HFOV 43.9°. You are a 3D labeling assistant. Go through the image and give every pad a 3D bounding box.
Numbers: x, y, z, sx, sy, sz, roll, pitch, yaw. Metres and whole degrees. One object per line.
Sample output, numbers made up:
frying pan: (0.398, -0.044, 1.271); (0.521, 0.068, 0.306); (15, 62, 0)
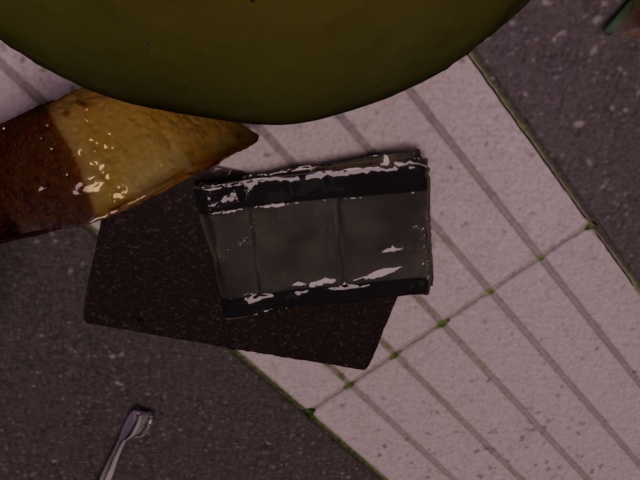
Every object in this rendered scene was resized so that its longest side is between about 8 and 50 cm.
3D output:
pad: (0.000, 0.000, 0.818); (0.233, 0.022, 0.174); (-9, 123, 0)
pad: (-0.070, 0.030, 0.843); (0.331, 0.004, 0.220); (12, 119, -14)

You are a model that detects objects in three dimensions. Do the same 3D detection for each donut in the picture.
donut: (-0.214, -0.070, 0.686); (0.295, 0.151, 0.112); (-23, 101, 6)

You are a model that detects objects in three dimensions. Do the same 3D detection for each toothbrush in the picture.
toothbrush: (-0.273, 0.309, 0.980); (0.026, 0.024, 0.288); (16, 118, -32)

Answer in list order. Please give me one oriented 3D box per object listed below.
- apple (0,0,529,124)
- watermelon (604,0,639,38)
apple: (-0.038, -0.283, 0.404); (0.474, 0.473, 0.473); (-3, 121, -5)
watermelon: (0.352, -0.222, 0.703); (0.101, 0.080, 0.155); (25, 106, -24)
